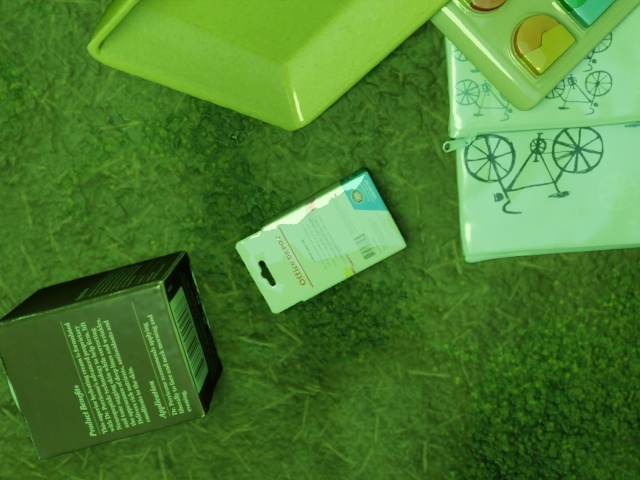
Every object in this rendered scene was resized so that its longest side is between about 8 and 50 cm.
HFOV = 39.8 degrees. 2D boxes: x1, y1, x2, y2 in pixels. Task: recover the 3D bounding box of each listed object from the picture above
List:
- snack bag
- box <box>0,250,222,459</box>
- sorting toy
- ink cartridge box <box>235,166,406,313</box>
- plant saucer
[{"bbox_3d":[0.309,-0.140,1.058,0.323,0.037,0.343,-4,101,1],"label":"snack bag"},{"bbox_3d":[-0.243,0.129,1.049,0.203,0.167,0.169,-14,101,3],"label":"box"},{"bbox_3d":[0.241,-0.283,0.996,0.208,0.038,0.193,-45,93,5],"label":"sorting toy"},{"bbox_3d":[0.000,0.000,1.075,0.181,0.061,0.104,-28,99,5],"label":"ink cartridge box"},{"bbox_3d":[-0.024,-0.273,0.894,0.333,0.332,0.081,-38,63,26],"label":"plant saucer"}]
